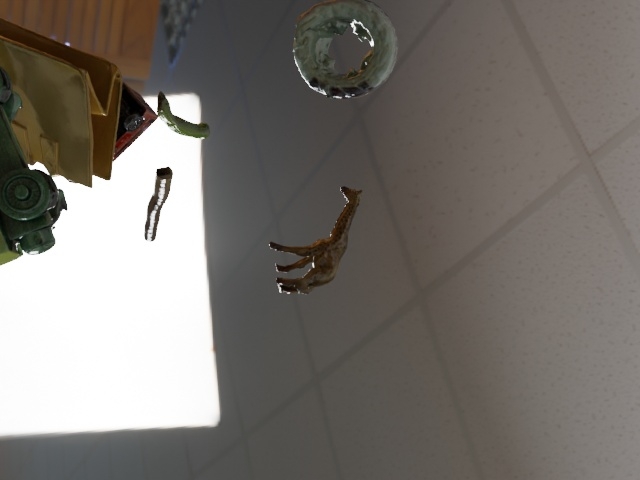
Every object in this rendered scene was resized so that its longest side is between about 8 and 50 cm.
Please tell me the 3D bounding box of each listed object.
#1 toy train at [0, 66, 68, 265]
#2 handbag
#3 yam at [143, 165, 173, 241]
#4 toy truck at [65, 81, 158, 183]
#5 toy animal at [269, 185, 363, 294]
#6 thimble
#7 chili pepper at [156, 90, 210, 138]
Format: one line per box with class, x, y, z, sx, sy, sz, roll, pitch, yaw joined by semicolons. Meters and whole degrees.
toy train;-0.579;-0.128;1.212;0.150;0.237;0.369;144;-78;-79
handbag;-0.607;-0.294;1.549;0.401;0.133;0.283;22;-60;17
yam;-0.424;-0.089;1.913;0.045;0.045;0.327;42;-34;7
toy truck;-0.504;-0.242;1.719;0.253;0.114;0.107;-43;-101;8
toy animal;0.006;0.007;1.582;0.275;0.054;0.149;-39;-107;1
thimble;0.053;-0.431;1.641;0.150;0.237;0.237;-45;148;-70
chili pepper;-0.302;-0.257;1.585;0.050;0.202;0.052;-28;-110;14
